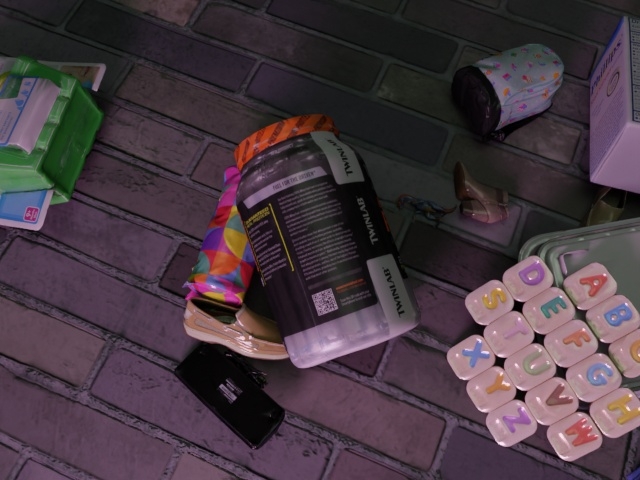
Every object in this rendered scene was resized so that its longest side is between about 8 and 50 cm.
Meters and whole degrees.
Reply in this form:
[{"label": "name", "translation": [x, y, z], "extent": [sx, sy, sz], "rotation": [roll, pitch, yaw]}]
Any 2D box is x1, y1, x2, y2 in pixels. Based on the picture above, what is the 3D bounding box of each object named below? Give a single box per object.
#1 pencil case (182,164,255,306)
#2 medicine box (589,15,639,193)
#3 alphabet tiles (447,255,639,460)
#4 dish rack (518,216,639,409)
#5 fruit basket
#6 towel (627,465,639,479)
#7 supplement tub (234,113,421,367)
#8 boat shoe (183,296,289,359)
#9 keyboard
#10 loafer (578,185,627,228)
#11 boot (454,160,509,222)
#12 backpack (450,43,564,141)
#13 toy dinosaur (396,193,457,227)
[{"label": "pencil case", "translation": [-0.147, -0.007, 1.022], "extent": [0.104, 0.104, 0.236], "rotation": [15, 68, 6]}, {"label": "medicine box", "translation": [0.621, -0.219, 1.065], "extent": [0.263, 0.149, 0.289], "rotation": [14, 56, 5]}, {"label": "alphabet tiles", "translation": [0.345, 0.172, 0.932], "extent": [0.278, 0.021, 0.284], "rotation": [-34, 71, 13]}, {"label": "dish rack", "translation": [0.506, 0.099, 0.980], "extent": [0.332, 0.072, 0.286], "rotation": [-10, 76, -5]}, {"label": "fruit basket", "translation": [-0.577, -0.193, 1.061], "extent": [0.352, 0.165, 0.327], "rotation": [11, 68, 7]}, {"label": "towel", "translation": [0.632, 0.431, 0.890], "extent": [0.243, 0.040, 0.336], "rotation": [-29, 73, -14]}, {"label": "supplement tub", "translation": [0.000, 0.000, 0.925], "extent": [0.207, 0.207, 0.338], "rotation": [-19, 82, -8]}, {"label": "boat shoe", "translation": [-0.122, 0.132, 0.966], "extent": [0.189, 0.072, 0.068], "rotation": [12, 32, 0]}, {"label": "keyboard", "translation": [-0.130, 0.230, 0.957], "extent": [0.192, 0.038, 0.100], "rotation": [36, 67, 25]}, {"label": "loafer", "translation": [0.487, -0.043, 1.069], "extent": [0.056, 0.050, 0.148], "rotation": [21, 69, 8]}, {"label": "boot", "translation": [0.286, -0.084, 1.093], "extent": [0.086, 0.042, 0.119], "rotation": [2, 69, -7]}, {"label": "backpack", "translation": [0.350, -0.277, 1.131], "extent": [0.181, 0.115, 0.152], "rotation": [-19, 66, -11]}, {"label": "toy dinosaur", "translation": [0.179, -0.057, 1.090], "extent": [0.082, 0.047, 0.090], "rotation": [41, 39, 24]}]
